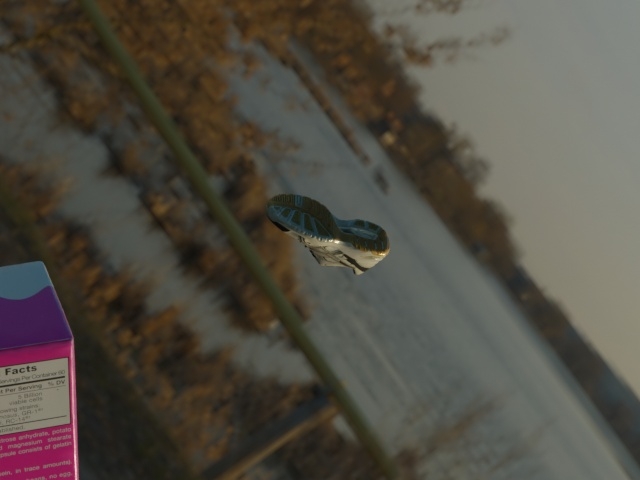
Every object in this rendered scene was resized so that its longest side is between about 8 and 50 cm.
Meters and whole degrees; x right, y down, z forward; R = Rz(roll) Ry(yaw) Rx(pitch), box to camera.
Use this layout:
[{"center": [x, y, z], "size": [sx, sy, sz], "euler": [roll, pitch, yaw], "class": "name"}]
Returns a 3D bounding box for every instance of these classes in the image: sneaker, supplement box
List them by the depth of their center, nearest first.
[{"center": [0.000, 0.000, 1.000], "size": [0.083, 0.037, 0.032], "euler": [23, 47, -19], "class": "sneaker"}, {"center": [-0.239, 0.140, 1.185], "size": [0.111, 0.114, 0.220], "euler": [-125, -147, -54], "class": "supplement box"}]
